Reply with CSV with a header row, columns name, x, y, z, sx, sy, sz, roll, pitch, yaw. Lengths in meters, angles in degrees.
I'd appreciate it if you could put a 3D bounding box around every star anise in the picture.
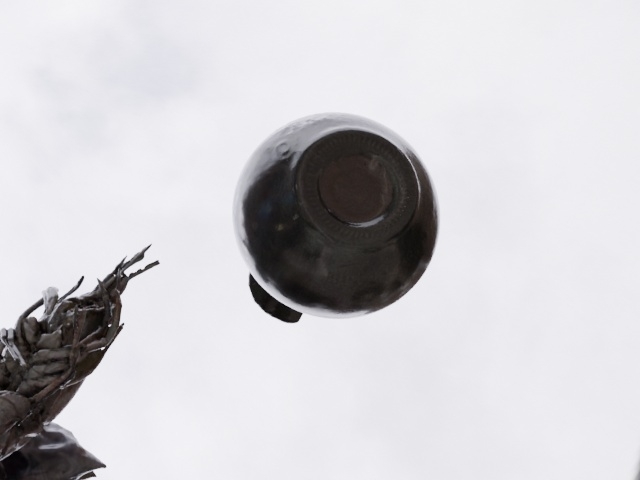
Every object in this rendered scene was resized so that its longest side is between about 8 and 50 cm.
name,x,y,z,sx,sy,sz,roll,pitch,yaw
star anise,-0.245,0.156,0.964,0.230,0.262,0.081,-11,-98,19

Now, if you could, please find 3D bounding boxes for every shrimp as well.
name,x,y,z,sx,sy,sz,roll,pitch,yaw
shrimp,-0.150,0.059,0.877,0.056,0.065,0.165,24,-111,23

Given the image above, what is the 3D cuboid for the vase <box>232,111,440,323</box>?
name,x,y,z,sx,sy,sz,roll,pitch,yaw
vase,0.000,0.000,0.920,0.120,0.183,0.120,4,-110,-12
